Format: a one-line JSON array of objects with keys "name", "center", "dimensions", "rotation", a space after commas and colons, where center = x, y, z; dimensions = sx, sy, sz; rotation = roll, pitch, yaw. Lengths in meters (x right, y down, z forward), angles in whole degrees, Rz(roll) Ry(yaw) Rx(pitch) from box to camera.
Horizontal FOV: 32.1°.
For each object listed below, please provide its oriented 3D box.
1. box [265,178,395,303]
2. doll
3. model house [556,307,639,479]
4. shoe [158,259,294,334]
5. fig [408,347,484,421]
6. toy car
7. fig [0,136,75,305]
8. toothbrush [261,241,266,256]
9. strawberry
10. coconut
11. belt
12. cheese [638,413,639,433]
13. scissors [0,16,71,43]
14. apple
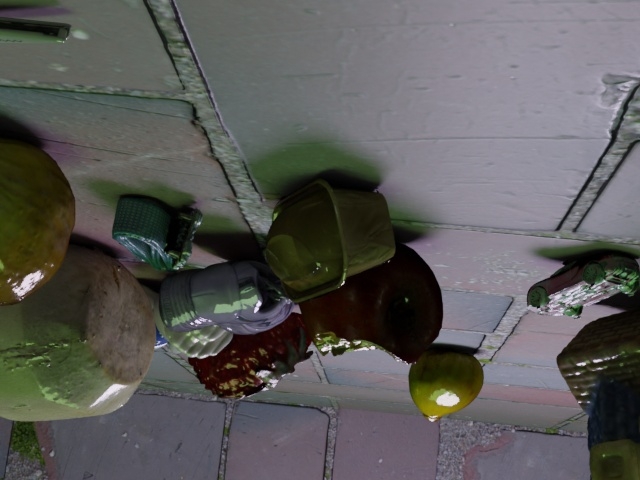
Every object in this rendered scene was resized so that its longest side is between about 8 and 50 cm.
[{"name": "box", "center": [0.000, 0.000, 1.094], "dimensions": [0.111, 0.111, 0.177], "rotation": [11, 165, -20]}, {"name": "doll", "center": [-0.224, 0.114, 1.651], "dimensions": [0.293, 0.119, 0.138], "rotation": [-7, 120, 55]}, {"name": "model house", "center": [0.466, 0.227, 1.418], "dimensions": [0.266, 0.321, 0.261], "rotation": [17, 156, -34]}, {"name": "shoe", "center": [-0.083, 0.067, 1.394], "dimensions": [0.138, 0.095, 0.245], "rotation": [-9, 173, 29]}, {"name": "fig", "center": [0.227, 0.254, 2.030], "dimensions": [0.136, 0.120, 0.153], "rotation": [11, 143, 1]}, {"name": "toy car", "center": [0.295, 0.048, 1.261], "dimensions": [0.069, 0.055, 0.142], "rotation": [14, 151, -33]}, {"name": "fig", "center": [-0.309, -0.053, 0.986], "dimensions": [0.159, 0.159, 0.257], "rotation": [5, 146, 6]}, {"name": "toothbrush", "center": [-0.006, 0.045, 1.438], "dimensions": [0.028, 0.026, 0.294], "rotation": [-15, 160, 17]}, {"name": "strawberry", "center": [-0.133, 0.141, 1.714], "dimensions": [0.237, 0.190, 0.111], "rotation": [10, 132, 43]}, {"name": "coconut", "center": [-0.365, 0.125, 1.486], "dimensions": [0.247, 0.244, 0.245], "rotation": [-10, 161, 26]}, {"name": "belt", "center": [-0.174, 0.000, 1.261], "dimensions": [0.100, 0.065, 0.179], "rotation": [13, 169, 5]}, {"name": "cheese", "center": [0.497, 0.161, 1.203], "dimensions": [0.326, 0.115, 0.318], "rotation": [-36, 126, 21]}, {"name": "scissors", "center": [-0.252, -0.145, 0.759], "dimensions": [0.176, 0.022, 0.085], "rotation": [6, 164, 14]}, {"name": "apple", "center": [0.047, 0.065, 1.259], "dimensions": [0.156, 0.147, 0.158], "rotation": [-24, -164, -32]}]
